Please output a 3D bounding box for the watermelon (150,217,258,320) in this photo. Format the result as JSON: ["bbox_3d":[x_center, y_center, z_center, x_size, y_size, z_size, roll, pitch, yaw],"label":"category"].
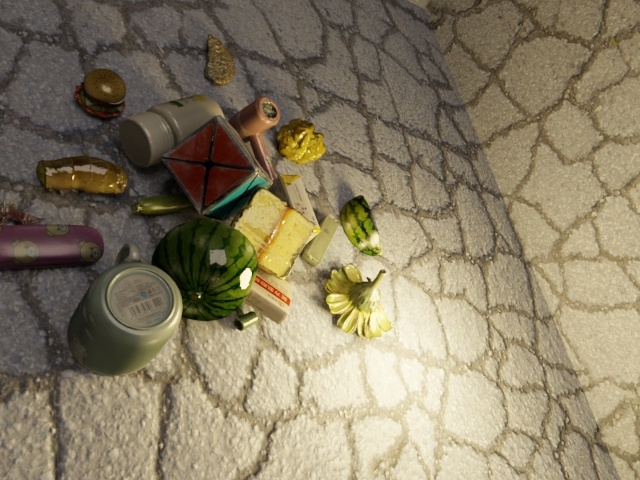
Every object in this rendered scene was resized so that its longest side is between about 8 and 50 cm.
[{"bbox_3d":[-0.358,0.102,1.554,0.331,0.330,0.189,33,7,-15],"label":"watermelon"}]

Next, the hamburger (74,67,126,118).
[{"bbox_3d":[-0.765,-0.527,1.830,0.175,0.137,0.175,21,52,-29],"label":"hamburger"}]

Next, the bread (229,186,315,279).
[{"bbox_3d":[-0.172,-0.025,1.791,0.263,0.236,0.198,35,9,-18],"label":"bread"}]

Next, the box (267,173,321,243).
[{"bbox_3d":[-0.120,-0.107,2.014,0.097,0.168,0.265,-3,62,-41],"label":"box"}]

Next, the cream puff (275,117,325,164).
[{"bbox_3d":[-0.081,-0.435,2.255,0.221,0.195,0.194,25,49,-17],"label":"cream puff"}]

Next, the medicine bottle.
[{"bbox_3d":[-0.529,-0.394,1.865,0.208,0.208,0.340,53,45,5],"label":"medicine bottle"}]

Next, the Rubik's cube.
[{"bbox_3d":[-0.348,-0.243,1.809,0.254,0.259,0.260,55,6,5],"label":"Rubik's cube"}]

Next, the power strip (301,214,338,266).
[{"bbox_3d":[0.000,0.000,2.110,0.078,0.052,0.272,37,47,-11],"label":"power strip"}]

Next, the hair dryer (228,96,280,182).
[{"bbox_3d":[-0.232,-0.382,2.105,0.125,0.210,0.352,-19,89,-48],"label":"hair dryer"}]

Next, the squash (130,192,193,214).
[{"bbox_3d":[-0.538,-0.126,1.781,0.252,0.066,0.066,-14,71,-42],"label":"squash"}]

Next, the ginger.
[{"bbox_3d":[-0.756,-0.211,1.652,0.263,0.116,0.109,-1,22,-32],"label":"ginger"}]

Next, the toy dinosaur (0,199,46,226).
[{"bbox_3d":[-0.914,-0.067,1.487,0.220,0.032,0.108,-2,66,-27],"label":"toy dinosaur"}]

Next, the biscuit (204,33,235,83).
[{"bbox_3d":[-0.447,-0.792,2.312,0.141,0.038,0.289,14,56,-31],"label":"biscuit"}]

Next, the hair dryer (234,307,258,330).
[{"bbox_3d":[-0.283,0.234,1.759,0.071,0.047,0.150,-25,67,-46],"label":"hair dryer"}]

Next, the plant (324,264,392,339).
[{"bbox_3d":[0.172,0.202,2.014,0.306,0.297,0.261,27,16,0],"label":"plant"}]

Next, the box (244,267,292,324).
[{"bbox_3d":[-0.256,0.123,1.765,0.353,0.069,0.214,35,17,-11],"label":"box"}]

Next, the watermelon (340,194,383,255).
[{"bbox_3d":[0.193,-0.086,2.256,0.159,0.128,0.303,-4,65,-39],"label":"watermelon"}]

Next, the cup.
[{"bbox_3d":[-0.536,0.166,1.442,0.259,0.274,0.356,9,58,-33],"label":"cup"}]

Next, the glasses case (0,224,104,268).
[{"bbox_3d":[-0.792,0.016,1.489,0.316,0.076,0.123,-1,63,-37],"label":"glasses case"}]
